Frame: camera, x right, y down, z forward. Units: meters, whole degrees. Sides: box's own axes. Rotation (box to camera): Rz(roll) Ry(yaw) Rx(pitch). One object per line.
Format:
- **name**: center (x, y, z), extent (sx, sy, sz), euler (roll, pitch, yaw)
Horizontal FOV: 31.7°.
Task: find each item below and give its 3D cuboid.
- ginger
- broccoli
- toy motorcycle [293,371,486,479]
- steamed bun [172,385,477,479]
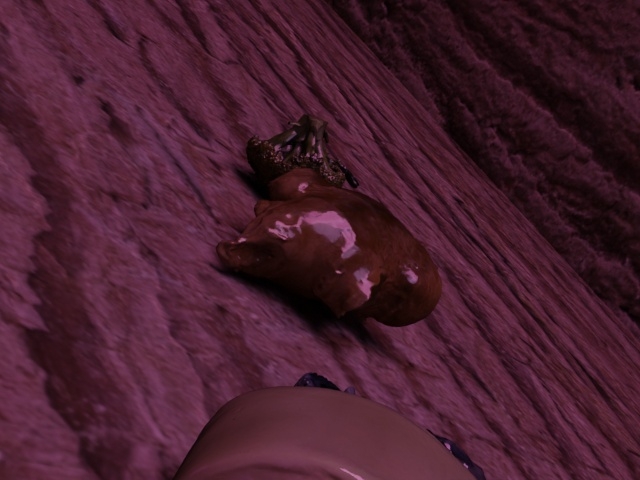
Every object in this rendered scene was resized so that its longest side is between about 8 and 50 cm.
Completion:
- **ginger**: center (0.000, 0.000, 1.214), extent (0.270, 0.123, 0.218), euler (21, 27, -49)
- **broccoli**: center (-0.026, -0.099, 1.434), extent (0.131, 0.120, 0.130), euler (22, 9, 38)
- **toy motorcycle**: center (0.077, 0.212, 0.868), extent (0.270, 0.106, 0.159), euler (43, 10, -6)
- **steamed bun**: center (0.028, 0.192, 0.704), extent (0.250, 0.155, 0.200), euler (44, 16, 1)
